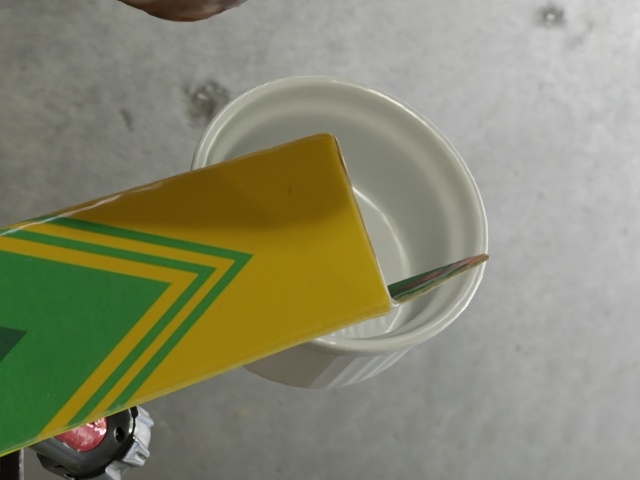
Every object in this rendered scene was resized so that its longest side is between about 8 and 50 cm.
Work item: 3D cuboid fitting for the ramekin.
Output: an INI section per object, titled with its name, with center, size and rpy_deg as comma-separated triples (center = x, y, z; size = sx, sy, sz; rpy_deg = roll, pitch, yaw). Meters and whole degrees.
[ramekin]
center = 0.000, 0.000, 1.479
size = 0.277, 0.277, 0.135
rpy_deg = -22, 162, -29

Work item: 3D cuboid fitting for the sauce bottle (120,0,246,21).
[sauce bottle]
center = 0.060, -0.162, 0.350
size = 0.111, 0.344, 0.111
rpy_deg = 23, 55, -37

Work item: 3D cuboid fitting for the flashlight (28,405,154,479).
[flashlight]
center = -0.219, 0.135, 1.374
size = 0.304, 0.103, 0.103
rpy_deg = 52, 50, -66

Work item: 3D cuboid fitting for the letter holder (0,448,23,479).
[letter holder]
center = -0.299, 0.128, 1.137
size = 0.152, 0.214, 0.302
rpy_deg = -5, 117, -19

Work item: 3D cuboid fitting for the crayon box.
[crayon box]
center = -0.115, 0.040, 0.675
size = 0.318, 0.202, 0.081
rpy_deg = -19, 88, -31
